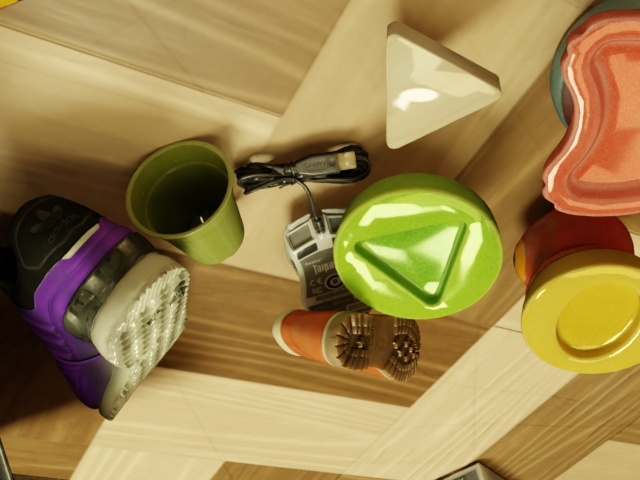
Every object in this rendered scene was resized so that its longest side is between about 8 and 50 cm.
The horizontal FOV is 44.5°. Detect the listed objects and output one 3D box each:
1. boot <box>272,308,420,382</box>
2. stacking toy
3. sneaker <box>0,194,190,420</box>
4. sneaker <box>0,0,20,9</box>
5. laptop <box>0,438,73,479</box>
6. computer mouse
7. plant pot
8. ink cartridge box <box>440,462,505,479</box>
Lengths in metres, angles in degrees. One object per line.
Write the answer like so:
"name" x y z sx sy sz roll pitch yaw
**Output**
"boot" 0.028 0.086 0.685 0.084 0.059 0.158 3 168 38
"stacking toy" 0.162 -0.058 0.613 0.279 0.130 0.309 10 129 1
"sneaker" -0.193 0.048 0.638 0.146 0.102 0.293 35 150 3
"sneaker" -0.224 -0.136 0.435 0.185 0.084 0.070 -19 137 8
"laptop" -0.339 0.101 0.620 0.381 0.236 0.408 1 169 18
"computer mouse" 0.000 0.000 0.665 0.106 0.042 0.193 -16 132 -2
"plant pot" -0.095 -0.021 0.601 0.083 0.083 0.079 -17 150 5
"ink cartridge box" 0.195 0.412 1.144 0.208 0.045 0.206 -32 134 20
